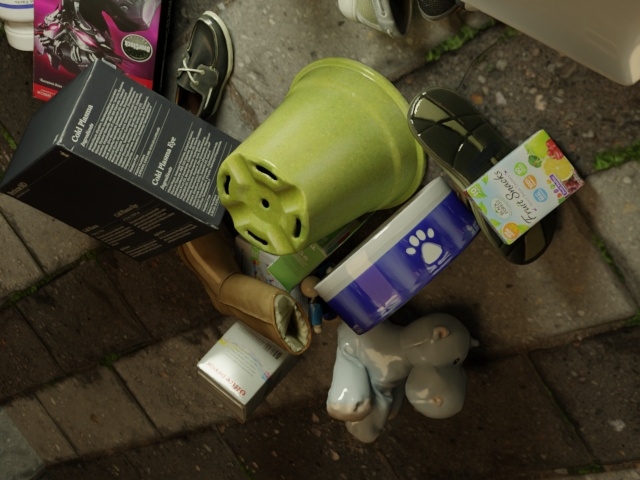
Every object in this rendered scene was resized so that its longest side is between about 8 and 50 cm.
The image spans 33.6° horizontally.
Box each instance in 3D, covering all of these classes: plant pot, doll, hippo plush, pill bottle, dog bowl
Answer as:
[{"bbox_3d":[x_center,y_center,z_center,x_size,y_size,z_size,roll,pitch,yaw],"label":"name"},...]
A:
[{"bbox_3d":[-0.016,-0.113,1.670,0.276,0.254,0.276,24,134,28],"label":"plant pot"},{"bbox_3d":[0.005,0.103,1.886,0.046,0.129,0.189,10,166,15],"label":"doll"},{"bbox_3d":[0.159,0.204,1.845,0.237,0.234,0.294,-4,76,25],"label":"hippo plush"},{"bbox_3d":[-0.539,-0.493,1.934,0.152,0.152,0.272,24,135,28],"label":"pill bottle"},{"bbox_3d":[0.121,0.024,1.643,0.104,0.265,0.265,48,141,0],"label":"dog bowl"}]

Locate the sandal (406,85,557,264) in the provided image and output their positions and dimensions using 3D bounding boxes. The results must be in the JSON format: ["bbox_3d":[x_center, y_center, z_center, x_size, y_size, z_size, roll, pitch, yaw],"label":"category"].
[{"bbox_3d":[0.242,-0.101,1.573,0.302,0.120,0.086,53,174,-4],"label":"sandal"}]

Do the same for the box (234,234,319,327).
[{"bbox_3d":[-0.086,0.078,2.056,0.186,0.038,0.145,31,137,23],"label":"box"}]

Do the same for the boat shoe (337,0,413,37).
[{"bbox_3d":[0.096,-0.419,1.434,0.103,0.118,0.320,32,141,19],"label":"boat shoe"}]

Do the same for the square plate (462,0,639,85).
[{"bbox_3d":[0.334,-0.353,1.176,0.347,0.049,0.344,21,137,-23],"label":"square plate"}]

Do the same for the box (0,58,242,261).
[{"bbox_3d":[-0.361,-0.130,1.911,0.313,0.178,0.343,29,155,-26],"label":"box"}]

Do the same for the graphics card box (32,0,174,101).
[{"bbox_3d":[-0.382,-0.381,1.863,0.233,0.094,0.370,18,134,1],"label":"graphics card box"}]

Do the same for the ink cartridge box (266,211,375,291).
[{"bbox_3d":[0.000,0.000,1.858,0.062,0.109,0.209,48,141,1],"label":"ink cartridge box"}]

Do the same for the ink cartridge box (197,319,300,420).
[{"bbox_3d":[-0.142,0.244,2.107,0.128,0.176,0.127,38,158,13],"label":"ink cartridge box"}]

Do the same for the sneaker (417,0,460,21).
[{"bbox_3d":[0.171,-0.380,1.419,0.084,0.083,0.214,35,140,14],"label":"sneaker"}]

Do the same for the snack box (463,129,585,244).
[{"bbox_3d":[0.290,-0.076,1.511,0.100,0.141,0.037,52,179,-1],"label":"snack box"}]

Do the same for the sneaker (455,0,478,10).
[{"bbox_3d":[0.286,-0.347,1.332,0.145,0.090,0.270,47,138,7],"label":"sneaker"}]

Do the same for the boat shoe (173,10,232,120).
[{"bbox_3d":[-0.210,-0.292,1.848,0.084,0.079,0.233,37,138,17],"label":"boat shoe"}]

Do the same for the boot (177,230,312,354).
[{"bbox_3d":[-0.140,0.077,1.958,0.270,0.089,0.236,21,146,56],"label":"boot"}]
